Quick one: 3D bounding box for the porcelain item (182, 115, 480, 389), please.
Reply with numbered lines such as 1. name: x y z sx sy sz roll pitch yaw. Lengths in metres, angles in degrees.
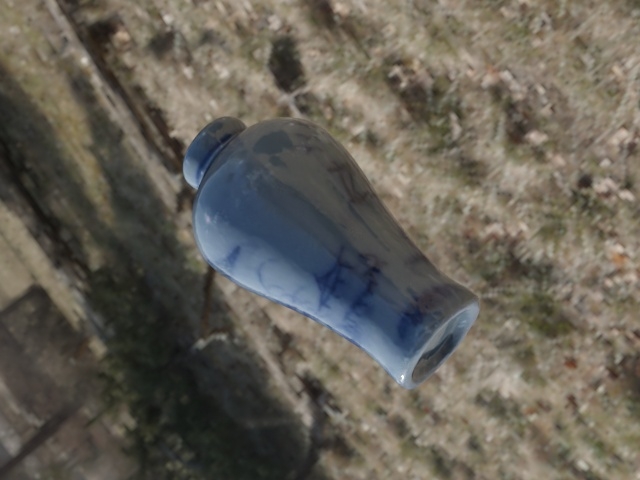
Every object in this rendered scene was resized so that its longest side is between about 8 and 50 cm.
1. porcelain item: 0.000 0.000 0.981 0.259 0.141 0.141 39 147 23
